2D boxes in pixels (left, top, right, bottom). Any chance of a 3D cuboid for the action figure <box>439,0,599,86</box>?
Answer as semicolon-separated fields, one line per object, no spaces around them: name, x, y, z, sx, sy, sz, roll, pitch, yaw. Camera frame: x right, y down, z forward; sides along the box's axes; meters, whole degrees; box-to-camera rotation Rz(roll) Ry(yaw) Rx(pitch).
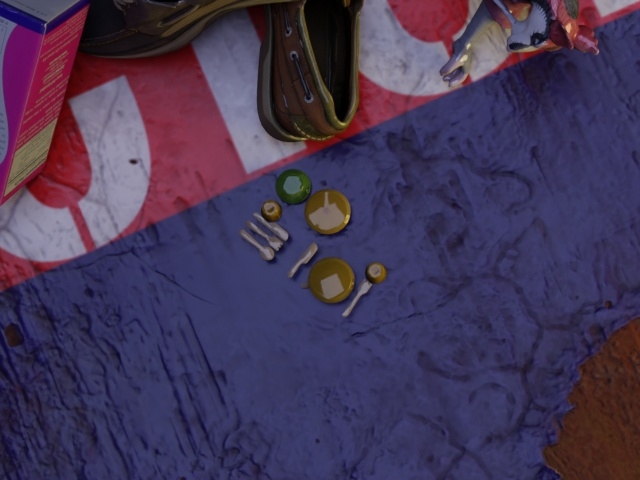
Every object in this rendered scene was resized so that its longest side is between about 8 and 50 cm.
action figure;0.169;-0.328;1.712;0.275;0.248;0.370;-39;74;-2

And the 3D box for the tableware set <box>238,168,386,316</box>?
tableware set;0.000;0.000;1.793;0.154;0.024;0.104;37;85;9

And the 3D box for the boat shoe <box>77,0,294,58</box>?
boat shoe;-0.147;-0.277;1.721;0.355;0.130;0.132;-17;75;34

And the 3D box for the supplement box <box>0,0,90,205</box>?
supplement box;-0.326;-0.162;1.743;0.111;0.114;0.220;26;120;7

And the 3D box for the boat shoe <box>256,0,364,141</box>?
boat shoe;-0.002;-0.255;1.762;0.110;0.104;0.307;-6;92;-37
